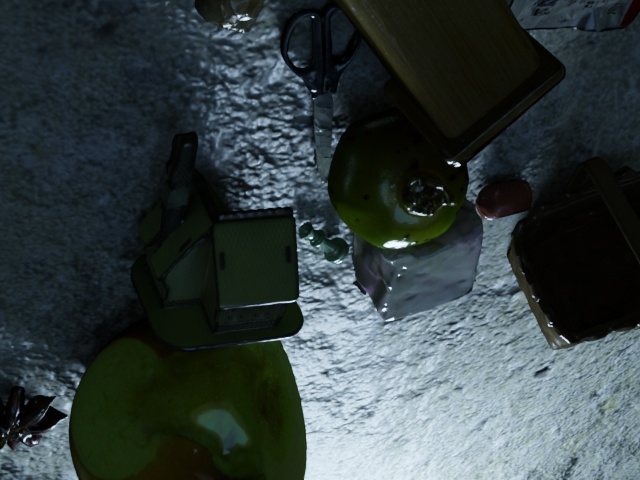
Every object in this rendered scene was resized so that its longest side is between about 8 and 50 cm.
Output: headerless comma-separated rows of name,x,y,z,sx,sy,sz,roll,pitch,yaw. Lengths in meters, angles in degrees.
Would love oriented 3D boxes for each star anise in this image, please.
star anise,-0.475,0.278,1.671,0.167,0.057,0.168,-17,141,-14

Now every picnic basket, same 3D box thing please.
picnic basket,0.461,0.022,1.726,0.291,0.254,0.321,-23,164,-5

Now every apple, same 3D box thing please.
apple,-0.189,0.298,1.624,0.374,0.374,0.384,-2,134,-28

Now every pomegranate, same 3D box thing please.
pomegranate,0.100,-0.083,1.458,0.198,0.198,0.246,-40,178,17

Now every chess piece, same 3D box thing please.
chess piece,0.000,0.000,1.643,0.042,0.042,0.093,-41,133,18

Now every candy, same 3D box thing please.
candy,0.141,0.015,1.660,0.184,0.137,0.195,-15,142,-14

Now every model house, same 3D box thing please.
model house,-0.119,-0.020,1.442,0.218,0.205,0.279,-5,130,-26

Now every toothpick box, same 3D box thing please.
toothpick box,0.122,-0.272,1.281,0.187,0.190,0.308,-39,136,6

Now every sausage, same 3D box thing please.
sausage,0.288,-0.066,1.714,0.094,0.059,0.054,-14,97,-15

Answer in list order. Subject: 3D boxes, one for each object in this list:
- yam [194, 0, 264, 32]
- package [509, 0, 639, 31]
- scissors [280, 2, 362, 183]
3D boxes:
yam,-0.036,-0.379,1.162,0.081,0.081,0.357,6,130,-35
package,0.356,-0.343,1.458,0.239,0.030,0.154,-6,137,-24
scissors,0.004,-0.186,1.443,0.109,0.022,0.300,-16,140,-13
